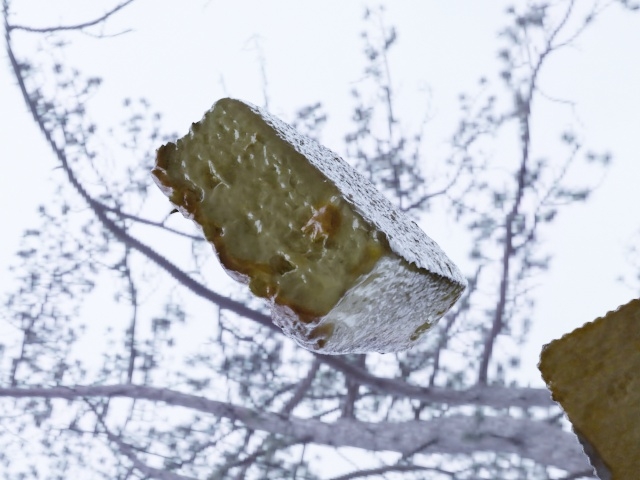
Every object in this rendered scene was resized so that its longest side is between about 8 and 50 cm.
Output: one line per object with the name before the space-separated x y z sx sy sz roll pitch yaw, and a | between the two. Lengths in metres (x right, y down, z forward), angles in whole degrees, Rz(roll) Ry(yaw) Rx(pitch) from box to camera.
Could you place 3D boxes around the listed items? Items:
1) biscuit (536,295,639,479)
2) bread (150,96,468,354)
biscuit | 0.363 0.164 1.127 0.013 0.237 0.232 -5 -113 -63
bread | 0.000 0.000 0.882 0.114 0.185 0.274 -48 -18 6
